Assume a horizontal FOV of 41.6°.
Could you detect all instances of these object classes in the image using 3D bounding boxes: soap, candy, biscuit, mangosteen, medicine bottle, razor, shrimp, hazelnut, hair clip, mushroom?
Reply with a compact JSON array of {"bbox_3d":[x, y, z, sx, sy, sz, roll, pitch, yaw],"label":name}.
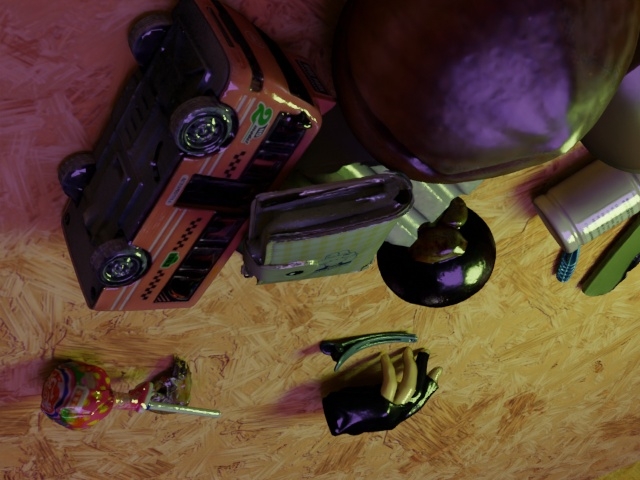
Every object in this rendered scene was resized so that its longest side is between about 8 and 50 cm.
[{"bbox_3d":[0.118,-0.158,1.278,0.258,0.159,0.302,-36,144,17],"label":"soap"},{"bbox_3d":[-0.338,0.303,1.562,0.366,0.124,0.124,17,125,-38],"label":"candy"},{"bbox_3d":[0.710,0.013,1.923,0.099,0.038,0.322,3,134,-29],"label":"biscuit"},{"bbox_3d":[0.198,0.000,1.480,0.211,0.211,0.250,-22,131,-6],"label":"mangosteen"},{"bbox_3d":[0.551,-0.093,1.632,0.250,0.133,0.133,-34,142,8],"label":"medicine bottle"},{"bbox_3d":[0.553,0.007,1.820,0.082,0.042,0.253,16,142,13],"label":"razor"},{"bbox_3d":[-0.298,0.286,1.652,0.099,0.041,0.180,7,134,-16],"label":"shrimp"},{"bbox_3d":[0.205,-0.259,1.089,0.409,0.359,0.359,-48,138,14],"label":"hazelnut"},{"bbox_3d":[0.111,0.222,1.806,0.230,0.070,0.039,-12,137,-30],"label":"hair clip"},{"bbox_3d":[-0.037,-0.098,1.330,0.084,0.067,0.083,-3,95,-47],"label":"mushroom"}]

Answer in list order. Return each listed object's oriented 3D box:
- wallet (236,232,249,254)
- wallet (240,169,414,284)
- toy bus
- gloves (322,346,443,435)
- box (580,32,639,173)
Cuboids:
[{"bbox_3d":[-0.092,-0.025,1.414,0.146,0.030,0.285,-35,143,16],"label":"wallet"},{"bbox_3d":[0.000,0.000,1.202,0.223,0.077,0.309,-15,165,-12],"label":"wallet"},{"bbox_3d":[-0.180,-0.099,1.141,0.233,0.203,0.427,7,132,-42],"label":"toy bus"},{"bbox_3d":[0.144,0.351,1.911,0.301,0.152,0.197,-33,172,-15],"label":"gloves"},{"bbox_3d":[0.472,-0.277,1.266,0.301,0.301,0.216,-43,134,19],"label":"box"}]
